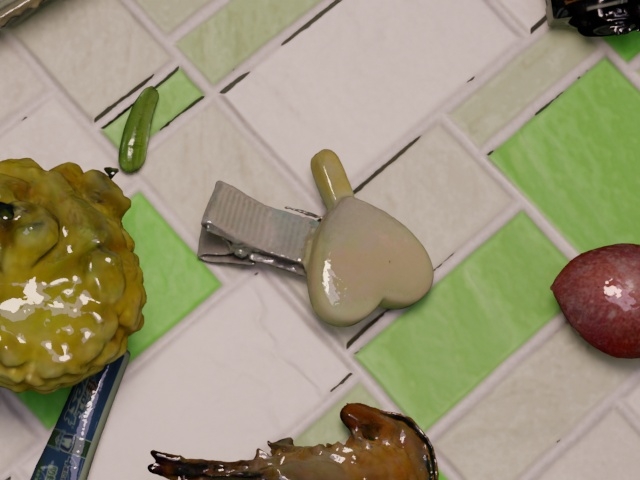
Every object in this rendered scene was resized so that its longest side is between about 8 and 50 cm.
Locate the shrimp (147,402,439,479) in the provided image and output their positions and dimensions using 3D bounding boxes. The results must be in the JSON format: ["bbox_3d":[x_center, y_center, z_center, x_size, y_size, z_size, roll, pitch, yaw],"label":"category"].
[{"bbox_3d":[-0.024,0.193,1.448,0.262,0.066,0.117,15,57,-15],"label":"shrimp"}]

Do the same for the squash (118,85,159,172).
[{"bbox_3d":[-0.171,-0.105,1.544,0.027,0.027,0.089,11,71,-2],"label":"squash"}]

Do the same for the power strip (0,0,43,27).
[{"bbox_3d":[-0.284,-0.300,1.571,0.198,0.064,0.213,-32,65,-11],"label":"power strip"}]

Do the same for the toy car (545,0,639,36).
[{"bbox_3d":[0.350,-0.294,1.598,0.301,0.118,0.193,-8,83,-8],"label":"toy car"}]

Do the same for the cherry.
[{"bbox_3d":[0.320,0.062,1.505,0.226,0.090,0.107,11,61,-7],"label":"cherry"}]

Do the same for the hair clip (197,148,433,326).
[{"bbox_3d":[0.001,-0.003,1.510,0.219,0.071,0.159,17,70,-4],"label":"hair clip"}]

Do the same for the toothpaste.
[{"bbox_3d":[-0.210,0.160,1.456,0.057,0.035,0.197,15,73,16],"label":"toothpaste"}]

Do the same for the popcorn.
[{"bbox_3d":[-0.252,0.026,1.409,0.189,0.169,0.218,0,50,-31],"label":"popcorn"}]
